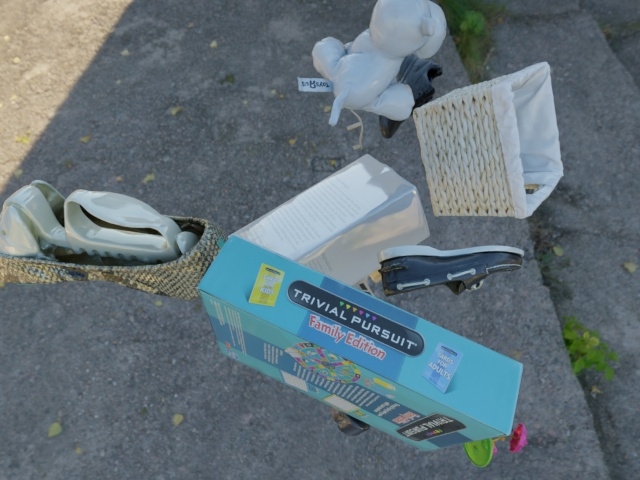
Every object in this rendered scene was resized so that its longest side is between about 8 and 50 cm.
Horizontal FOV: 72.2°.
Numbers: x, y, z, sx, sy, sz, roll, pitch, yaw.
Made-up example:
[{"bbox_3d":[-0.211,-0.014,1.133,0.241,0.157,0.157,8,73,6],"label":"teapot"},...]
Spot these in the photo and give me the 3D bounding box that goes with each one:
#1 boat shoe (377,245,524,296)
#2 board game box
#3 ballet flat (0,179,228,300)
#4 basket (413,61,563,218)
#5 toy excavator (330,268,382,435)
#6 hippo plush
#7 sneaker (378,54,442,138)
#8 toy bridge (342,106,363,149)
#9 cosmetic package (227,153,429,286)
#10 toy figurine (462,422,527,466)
[{"bbox_3d":[0.259,0.063,0.861,0.302,0.114,0.091,-2,75,-7],"label":"boat shoe"},{"bbox_3d":[0.027,0.146,0.555,0.336,0.254,0.079,24,61,6],"label":"board game box"},{"bbox_3d":[-0.369,-0.013,0.700,0.482,0.182,0.164,6,53,10],"label":"ballet flat"},{"bbox_3d":[0.453,-0.262,1.174,0.266,0.331,0.328,1,26,43],"label":"basket"},{"bbox_3d":[0.138,0.212,1.186,0.432,0.222,0.445,-12,64,-49],"label":"toy excavator"},{"bbox_3d":[0.108,-0.392,0.866,0.294,0.237,0.234,-15,61,-45],"label":"hippo plush"},{"bbox_3d":[0.271,-0.436,1.331,0.130,0.109,0.286,26,89,25],"label":"sneaker"},{"bbox_3d":[0.135,-0.452,1.738,0.063,0.026,0.188,-17,95,16],"label":"toy bridge"},{"bbox_3d":[0.000,0.000,1.049,0.453,0.162,0.230,-31,38,-6],"label":"cosmetic package"},{"bbox_3d":[0.482,0.519,1.206,0.159,0.130,0.173,3,45,-17],"label":"toy figurine"}]
